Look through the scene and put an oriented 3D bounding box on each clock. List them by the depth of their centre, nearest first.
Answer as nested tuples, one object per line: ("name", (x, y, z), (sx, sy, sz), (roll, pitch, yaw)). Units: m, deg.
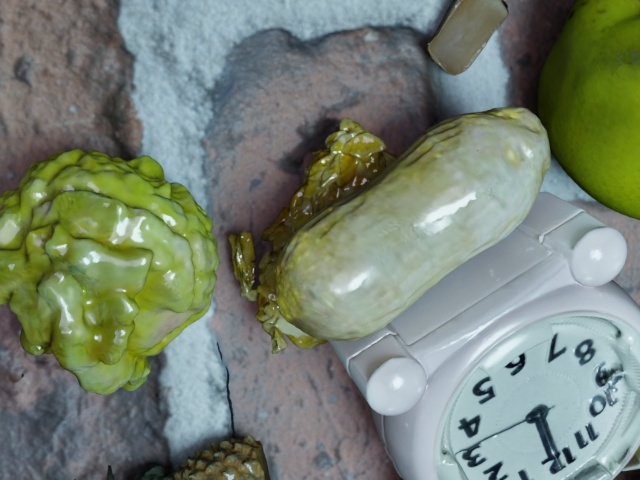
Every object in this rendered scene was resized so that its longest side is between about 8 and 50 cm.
("clock", (0.205, 0.161, 0.815), (0.342, 0.184, 0.326), (-30, 113, 1))

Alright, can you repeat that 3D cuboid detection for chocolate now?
("chocolate", (0.090, -0.017, 0.742), (0.309, 0.134, 0.134), (-37, 97, -9))
("chocolate", (0.159, -0.235, 0.864), (0.064, 0.031, 0.101), (30, 96, -25))

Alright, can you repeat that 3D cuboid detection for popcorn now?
("popcorn", (-0.221, 0.033, 0.773), (0.259, 0.212, 0.259), (0, 88, -3))

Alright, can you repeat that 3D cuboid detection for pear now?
("pear", (0.365, -0.141, 0.773), (0.294, 0.294, 0.294), (0, 96, -5))

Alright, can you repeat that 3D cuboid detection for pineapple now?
("pineapple", (-0.190, 0.290, 0.844), (0.277, 0.119, 0.130), (-15, 115, -2))

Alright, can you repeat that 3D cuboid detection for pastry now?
("pastry", (0.000, 0.000, 0.834), (0.154, 0.102, 0.250), (33, 89, -18))
